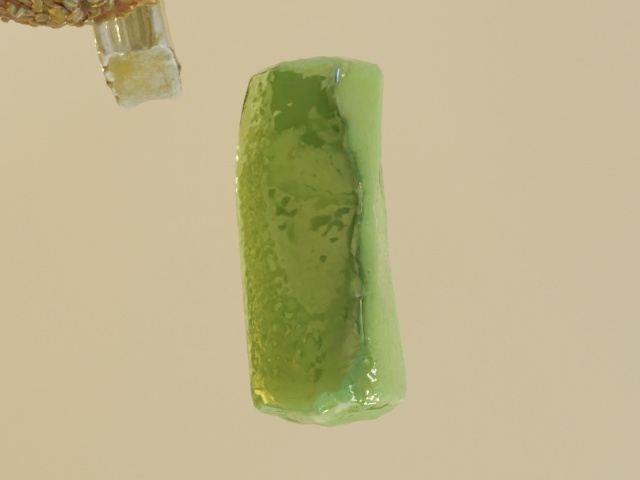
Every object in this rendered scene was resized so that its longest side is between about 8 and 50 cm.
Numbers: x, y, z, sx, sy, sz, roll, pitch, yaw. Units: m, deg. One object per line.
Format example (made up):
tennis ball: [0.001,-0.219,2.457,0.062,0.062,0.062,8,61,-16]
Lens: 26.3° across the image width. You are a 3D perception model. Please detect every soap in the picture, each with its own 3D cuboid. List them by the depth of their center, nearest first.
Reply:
soap: [-0.229,-0.307,1.570,0.173,0.089,0.274,90,-13,-75]

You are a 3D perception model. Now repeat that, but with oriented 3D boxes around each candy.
candy: [0.000,0.000,1.270,0.142,0.132,0.344,-9,-103,31]

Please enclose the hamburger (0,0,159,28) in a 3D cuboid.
hamburger: [-0.206,-0.301,1.050,0.291,0.225,0.291,6,-55,8]
